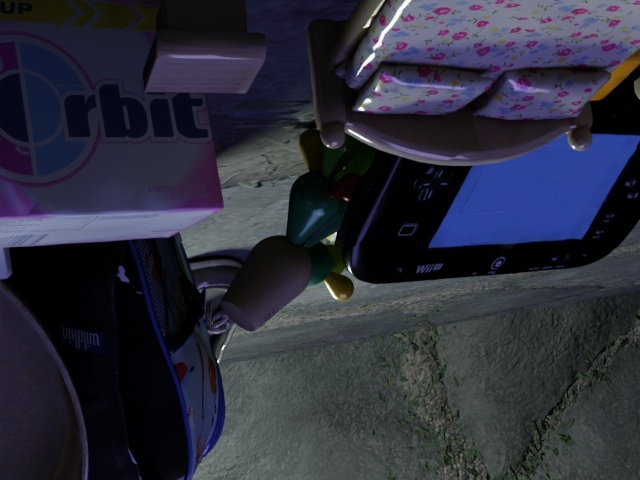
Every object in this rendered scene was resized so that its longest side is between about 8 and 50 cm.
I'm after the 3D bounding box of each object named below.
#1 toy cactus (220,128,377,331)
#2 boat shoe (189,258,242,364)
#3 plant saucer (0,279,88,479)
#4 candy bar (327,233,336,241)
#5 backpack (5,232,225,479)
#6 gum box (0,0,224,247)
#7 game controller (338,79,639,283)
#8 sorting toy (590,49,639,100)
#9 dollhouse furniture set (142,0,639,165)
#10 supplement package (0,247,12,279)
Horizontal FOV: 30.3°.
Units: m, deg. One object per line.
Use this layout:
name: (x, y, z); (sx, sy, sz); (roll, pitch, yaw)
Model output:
toy cactus: (0.000, 0.000, 0.899); (0.180, 0.112, 0.219); (-49, 175, -23)
boat shoe: (-0.145, 0.105, 1.476); (0.112, 0.096, 0.335); (-10, 166, -13)
plant saucer: (-0.296, 0.108, 0.803); (0.310, 0.311, 0.050); (-14, -159, 20)
candy bar: (0.082, -0.019, 1.280); (0.161, 0.018, 0.040); (-8, 167, -12)
backpack: (-0.201, 0.096, 0.911); (0.276, 0.264, 0.213); (-13, -174, 18)
gum box: (-0.146, -0.054, 0.531); (0.188, 0.107, 0.062); (-4, 169, -36)
game controller: (0.151, -0.044, 0.860); (0.319, 0.167, 0.067); (-2, -149, -40)
sorting toy: (0.165, -0.145, 0.525); (0.195, 0.047, 0.347); (1, 165, -22)
dollhouse furniture set: (0.135, -0.056, 0.413); (0.355, 0.174, 0.303); (-1, 165, -15)
supplement package: (-0.252, -0.026, 0.588); (0.179, 0.105, 0.105); (-8, 171, -14)
